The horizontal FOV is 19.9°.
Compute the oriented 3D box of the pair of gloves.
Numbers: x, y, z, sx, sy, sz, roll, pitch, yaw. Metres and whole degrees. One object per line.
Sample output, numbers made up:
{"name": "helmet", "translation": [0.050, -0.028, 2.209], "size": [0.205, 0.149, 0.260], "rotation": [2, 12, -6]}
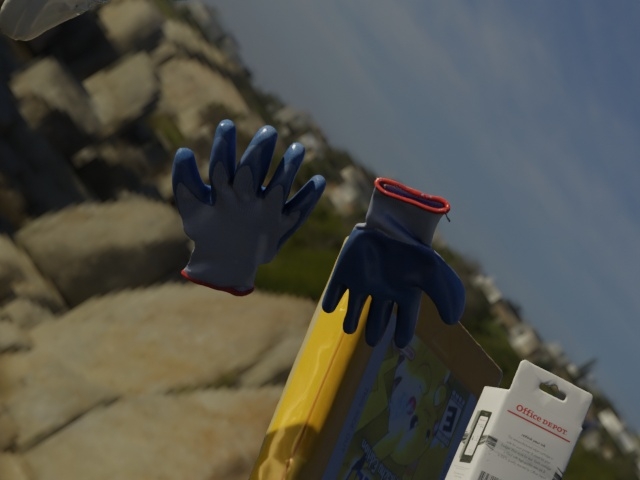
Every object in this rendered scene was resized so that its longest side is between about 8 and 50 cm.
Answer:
{"name": "pair of gloves", "translation": [0.000, 0.000, 1.132], "size": [0.159, 0.198, 0.023], "rotation": [106, 2, -52]}

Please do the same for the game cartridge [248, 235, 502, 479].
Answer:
{"name": "game cartridge", "translation": [0.039, 0.199, 1.519], "size": [0.053, 0.323, 0.285], "rotation": [10, -21, 31]}

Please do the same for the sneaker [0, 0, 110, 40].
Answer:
{"name": "sneaker", "translation": [-0.134, -0.193, 1.269], "size": [0.094, 0.212, 0.080], "rotation": [46, 25, -12]}

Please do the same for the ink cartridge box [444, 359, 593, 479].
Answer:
{"name": "ink cartridge box", "translation": [0.098, 0.106, 0.919], "size": [0.048, 0.083, 0.028], "rotation": [28, -10, -19]}
